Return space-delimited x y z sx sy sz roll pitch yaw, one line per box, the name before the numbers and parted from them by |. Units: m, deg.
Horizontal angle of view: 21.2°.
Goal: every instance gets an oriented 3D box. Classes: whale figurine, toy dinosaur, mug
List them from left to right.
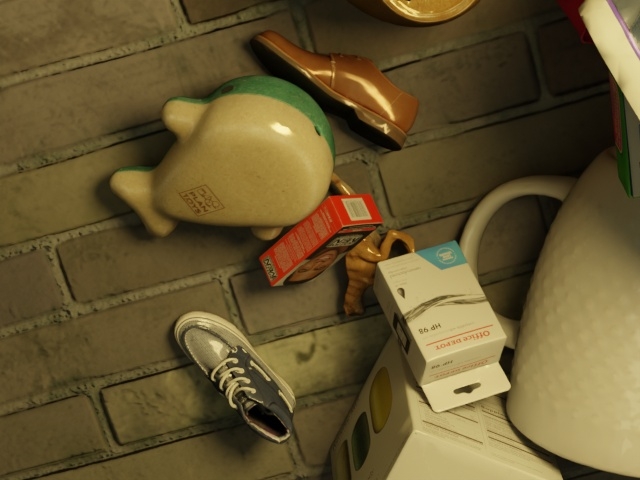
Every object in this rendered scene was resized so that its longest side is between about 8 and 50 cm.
whale figurine | -0.108 -0.094 1.964 0.272 0.141 0.216 -21 124 31
toy dinosaur | 0.055 0.004 2.032 0.112 0.064 0.211 -4 113 0
mug | 0.333 0.055 1.980 0.374 0.276 0.328 17 109 23

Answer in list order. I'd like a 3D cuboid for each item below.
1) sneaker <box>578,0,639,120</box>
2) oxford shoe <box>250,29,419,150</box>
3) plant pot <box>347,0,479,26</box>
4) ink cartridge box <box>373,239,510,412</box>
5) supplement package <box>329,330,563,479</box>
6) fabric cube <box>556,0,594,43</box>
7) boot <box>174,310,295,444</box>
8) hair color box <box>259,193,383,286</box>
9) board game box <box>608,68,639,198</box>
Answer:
sneaker | 0.416 -0.156 1.596 0.236 0.130 0.323 -31 105 15
oxford shoe | 0.017 -0.188 1.959 0.212 0.076 0.076 31 78 -12
plant pot | 0.103 -0.321 1.796 0.237 0.254 0.237 -1 112 -3
ink cartridge box | 0.143 0.097 1.962 0.104 0.180 0.060 -16 148 -16
supplement package | 0.143 0.274 2.041 0.198 0.263 0.199 22 110 -11
fabric cube | 0.393 -0.345 1.797 0.254 0.258 0.259 6 113 -6
boot | -0.101 0.166 2.080 0.190 0.086 0.069 40 106 -17
hair color box | 0.000 0.000 1.993 0.141 0.072 0.043 -40 66 40
board game box | 0.402 -0.214 1.679 0.242 0.064 0.316 -9 113 1
